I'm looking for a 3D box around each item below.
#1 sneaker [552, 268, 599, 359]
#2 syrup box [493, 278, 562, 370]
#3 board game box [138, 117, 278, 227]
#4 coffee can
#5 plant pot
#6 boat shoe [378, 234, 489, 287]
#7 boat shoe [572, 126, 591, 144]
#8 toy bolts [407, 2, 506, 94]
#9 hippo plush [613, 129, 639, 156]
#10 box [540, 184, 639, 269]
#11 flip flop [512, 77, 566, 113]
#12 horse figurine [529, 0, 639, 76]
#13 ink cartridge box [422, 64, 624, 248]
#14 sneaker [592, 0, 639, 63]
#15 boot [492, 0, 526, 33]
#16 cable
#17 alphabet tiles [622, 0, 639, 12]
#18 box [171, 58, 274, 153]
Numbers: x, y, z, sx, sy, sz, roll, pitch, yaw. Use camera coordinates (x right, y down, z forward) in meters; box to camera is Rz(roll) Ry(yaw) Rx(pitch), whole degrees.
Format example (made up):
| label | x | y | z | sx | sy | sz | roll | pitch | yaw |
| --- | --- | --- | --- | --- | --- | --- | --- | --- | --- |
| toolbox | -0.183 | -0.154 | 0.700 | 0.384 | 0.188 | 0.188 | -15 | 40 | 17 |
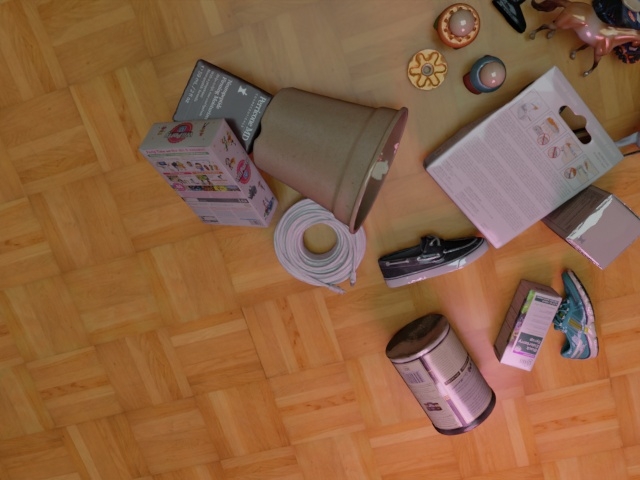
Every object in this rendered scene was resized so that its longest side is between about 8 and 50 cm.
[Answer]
| label | x | y | z | sx | sy | sz | roll | pitch | yaw |
| --- | --- | --- | --- | --- | --- | --- | --- | --- | --- |
| sneaker | 0.706 | 0.216 | 1.545 | 0.110 | 0.107 | 0.275 | -10 | 105 | 17 |
| syrup box | 0.582 | 0.240 | 1.562 | 0.093 | 0.096 | 0.236 | 16 | 106 | 0 |
| board game box | -0.273 | -0.162 | 1.397 | 0.224 | 0.097 | 0.303 | 3 | 147 | 28 |
| coffee can | 0.341 | 0.377 | 1.566 | 0.202 | 0.201 | 0.275 | -31 | 101 | 12 |
| plant pot | 0.012 | -0.226 | 1.381 | 0.306 | 0.334 | 0.333 | 24 | 107 | 9 |
| boat shoe | 0.307 | 0.035 | 1.525 | 0.301 | 0.108 | 0.102 | -20 | 105 | 17 |
| boat shoe | 0.628 | -0.243 | 1.434 | 0.178 | 0.064 | 0.060 | -16 | 102 | 6 |
| toy bolts | 0.344 | -0.435 | 1.352 | 0.228 | 0.158 | 0.218 | 39 | 105 | -7 |
| hippo plush | 0.896 | -0.318 | 1.349 | 0.294 | 0.234 | 0.236 | 7 | 89 | 45 |
| box | 0.680 | -0.049 | 1.398 | 0.127 | 0.232 | 0.148 | 39 | 106 | -7 |
| flip flop | 0.517 | -0.310 | 1.423 | 0.112 | 0.080 | 0.277 | 37 | 121 | -3 |
| horse figurine | 0.618 | -0.497 | 1.308 | 0.263 | 0.174 | 0.066 | 34 | 72 | -6 |
| ink cartridge box | 0.508 | -0.206 | 1.409 | 0.385 | 0.091 | 0.308 | -39 | 105 | 19 |
| sneaker | 0.737 | -0.539 | 1.340 | 0.087 | 0.083 | 0.221 | -25 | 95 | -25 |
| boot | 0.494 | -0.588 | 1.358 | 0.099 | 0.045 | 0.121 | -44 | 100 | 9 |
| cable | 0.000 | 0.000 | 1.545 | 0.257 | 0.089 | 0.257 | 16 | 106 | 1 |
| alphabet tiles | 0.746 | -0.685 | 1.284 | 0.284 | 0.021 | 0.278 | 33 | 88 | -5 |
| box | -0.238 | -0.338 | 1.413 | 0.203 | 0.167 | 0.168 | 26 | 100 | -6 |
